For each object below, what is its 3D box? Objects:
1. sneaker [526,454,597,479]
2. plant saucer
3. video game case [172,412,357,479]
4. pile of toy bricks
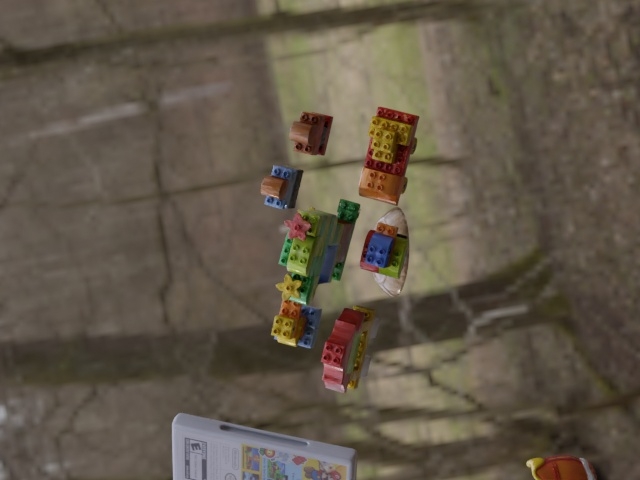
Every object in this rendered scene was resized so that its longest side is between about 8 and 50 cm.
[{"bbox_3d":[0.178,0.254,1.422,0.064,0.067,0.175,-114,29,-79],"label":"sneaker"},{"bbox_3d":[0.061,0.010,1.611,0.083,0.015,0.083,-178,90,-75],"label":"plant saucer"},{"bbox_3d":[-0.064,0.304,1.963,0.026,0.206,0.227,-60,-23,-55],"label":"video game case"},{"bbox_3d":[0.000,0.000,1.314,0.105,0.118,0.212,-5,-71,-72],"label":"pile of toy bricks"}]
